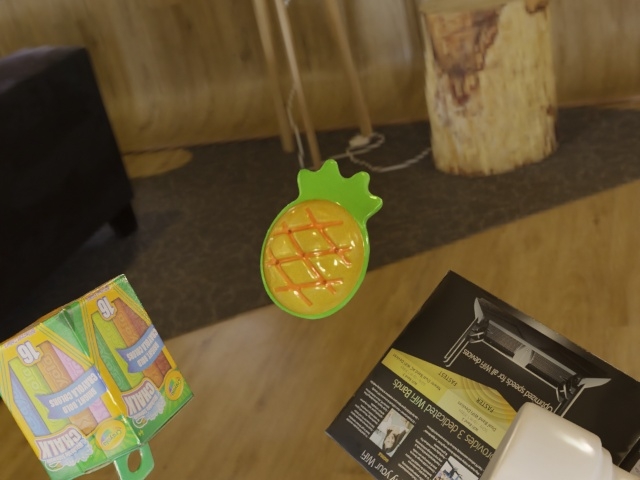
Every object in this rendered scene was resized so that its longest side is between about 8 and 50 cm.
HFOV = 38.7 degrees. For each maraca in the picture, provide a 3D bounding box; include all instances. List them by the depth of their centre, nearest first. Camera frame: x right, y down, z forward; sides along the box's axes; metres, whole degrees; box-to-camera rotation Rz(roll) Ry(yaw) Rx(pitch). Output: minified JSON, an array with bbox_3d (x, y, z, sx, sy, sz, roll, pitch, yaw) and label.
[{"bbox_3d":[0.000,0.000,1.058,0.127,0.186,0.099,22,3,10],"label":"maraca"}]

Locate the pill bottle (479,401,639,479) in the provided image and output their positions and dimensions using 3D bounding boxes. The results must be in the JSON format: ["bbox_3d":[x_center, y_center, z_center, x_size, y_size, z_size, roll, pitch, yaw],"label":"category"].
[{"bbox_3d":[0.223,0.237,0.428,0.362,0.210,0.210,27,38,14],"label":"pill bottle"}]

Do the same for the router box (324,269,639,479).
[{"bbox_3d":[0.184,0.202,0.972,0.243,0.081,0.309,-51,43,-5],"label":"router box"}]

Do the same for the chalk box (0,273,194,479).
[{"bbox_3d":[-0.240,0.171,0.999,0.132,0.213,0.132,-28,6,22],"label":"chalk box"}]
